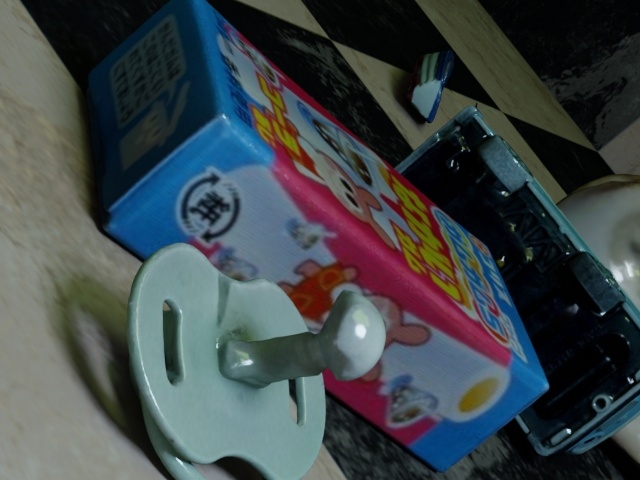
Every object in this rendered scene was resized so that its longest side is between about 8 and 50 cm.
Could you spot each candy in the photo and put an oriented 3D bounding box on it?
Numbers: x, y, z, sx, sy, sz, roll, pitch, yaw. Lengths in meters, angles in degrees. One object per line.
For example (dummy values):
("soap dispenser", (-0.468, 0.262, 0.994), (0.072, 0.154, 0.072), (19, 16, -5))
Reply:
("candy", (0.001, -0.001, 0.890), (0.306, 0.100, 0.157), (40, 19, -33))

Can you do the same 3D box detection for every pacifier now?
("pacifier", (-0.022, 0.061, 0.678), (0.150, 0.116, 0.127), (36, 47, -48))

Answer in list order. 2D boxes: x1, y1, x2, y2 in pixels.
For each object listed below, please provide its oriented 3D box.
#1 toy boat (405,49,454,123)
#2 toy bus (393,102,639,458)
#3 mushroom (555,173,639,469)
("toy boat", (0.128, -0.186, 1.682), (0.045, 0.080, 0.229), (14, 19, 3))
("toy bus", (0.172, 0.043, 1.176), (0.271, 0.133, 0.164), (56, 13, 28))
("mushroom", (0.346, 0.101, 1.433), (0.313, 0.224, 0.397), (39, 7, 13))
